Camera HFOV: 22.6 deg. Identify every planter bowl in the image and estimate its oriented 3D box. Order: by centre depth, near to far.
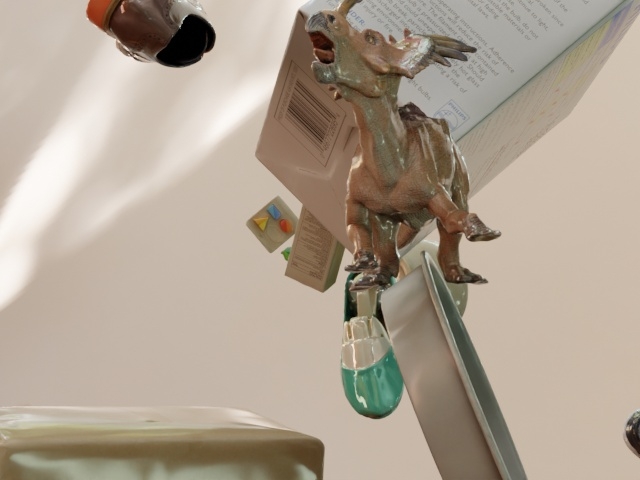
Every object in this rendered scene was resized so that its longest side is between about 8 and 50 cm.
[{"bbox_3d":[0.111,0.068,2.242,0.109,0.162,0.162,18,32,-57],"label":"planter bowl"}]

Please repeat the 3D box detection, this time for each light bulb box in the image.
[{"bbox_3d":[0.148,-0.199,1.831,0.225,0.361,0.358,46,-24,10],"label":"light bulb box"}]

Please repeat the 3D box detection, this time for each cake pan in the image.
[{"bbox_3d":[0.125,0.152,1.409,0.293,0.054,0.293,-22,90,-83],"label":"cake pan"}]

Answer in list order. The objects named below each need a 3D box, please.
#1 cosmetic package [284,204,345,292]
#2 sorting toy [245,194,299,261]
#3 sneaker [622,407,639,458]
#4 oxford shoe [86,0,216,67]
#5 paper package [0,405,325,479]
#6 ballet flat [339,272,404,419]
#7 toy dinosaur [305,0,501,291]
[{"bbox_3d":[0.000,0.000,1.999,0.060,0.115,0.041,25,28,17],"label":"cosmetic package"},{"bbox_3d":[-0.054,-0.012,2.195,0.083,0.062,0.012,50,-5,-8],"label":"sorting toy"},{"bbox_3d":[0.486,0.234,1.937,0.269,0.101,0.153,10,-20,28],"label":"sneaker"},{"bbox_3d":[-0.154,-0.209,1.648,0.098,0.097,0.271,38,9,9],"label":"oxford shoe"},{"bbox_3d":[-0.179,0.311,1.482,0.168,0.325,0.309,9,-84,62],"label":"paper package"},{"bbox_3d":[0.056,0.109,1.945,0.247,0.083,0.087,-86,155,-53],"label":"ballet flat"},{"bbox_3d":[0.073,-0.071,1.307,0.295,0.127,0.200,66,18,-74],"label":"toy dinosaur"}]
